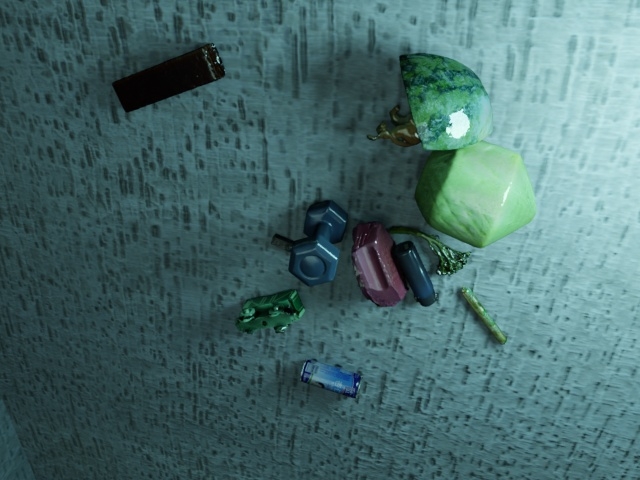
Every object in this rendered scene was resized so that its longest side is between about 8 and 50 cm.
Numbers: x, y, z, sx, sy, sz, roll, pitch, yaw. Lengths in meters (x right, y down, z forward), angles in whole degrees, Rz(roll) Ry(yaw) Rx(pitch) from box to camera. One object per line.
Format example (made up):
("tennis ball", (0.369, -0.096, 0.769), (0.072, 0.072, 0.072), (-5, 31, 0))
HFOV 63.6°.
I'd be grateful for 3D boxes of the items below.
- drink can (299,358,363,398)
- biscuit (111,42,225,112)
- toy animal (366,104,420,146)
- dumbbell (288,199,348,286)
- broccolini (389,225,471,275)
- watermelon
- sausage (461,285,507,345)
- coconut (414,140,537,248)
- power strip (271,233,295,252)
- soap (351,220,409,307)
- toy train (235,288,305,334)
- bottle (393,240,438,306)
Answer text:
("drink can", (0.041, 0.538, 2.011), (0.235, 0.097, 0.097), (14, 120, 10))
("biscuit", (-0.485, -0.513, 1.641), (0.388, 0.073, 0.107), (-11, 114, 22))
("toy animal", (0.296, -0.356, 1.453), (0.157, 0.097, 0.312), (43, 118, -7))
("dumbbell", (-0.001, 0.000, 1.608), (0.156, 0.316, 0.144), (-14, 116, 18))
("broccolini", (0.344, 0.033, 1.676), (0.271, 0.062, 0.123), (25, 117, 12))
("watermelon", (0.327, -0.346, 1.331), (0.260, 0.176, 0.256), (3, 84, 9))
("sausage", (0.549, 0.253, 1.728), (0.033, 0.033, 0.269), (-32, 103, 29))
("coconut", (0.430, -0.124, 1.421), (0.328, 0.281, 0.328), (22, 150, 14))
("power strip", (-0.119, 0.015, 1.824), (0.111, 0.029, 0.038), (22, 121, 6))
("soap", (0.185, 0.074, 1.668), (0.112, 0.182, 0.289), (-13, 107, 25))
("toy train", (-0.190, 0.269, 1.910), (0.269, 0.154, 0.115), (-15, 112, 25))
("bottle", (0.313, 0.115, 1.692), (0.082, 0.072, 0.244), (-18, 120, 24))
